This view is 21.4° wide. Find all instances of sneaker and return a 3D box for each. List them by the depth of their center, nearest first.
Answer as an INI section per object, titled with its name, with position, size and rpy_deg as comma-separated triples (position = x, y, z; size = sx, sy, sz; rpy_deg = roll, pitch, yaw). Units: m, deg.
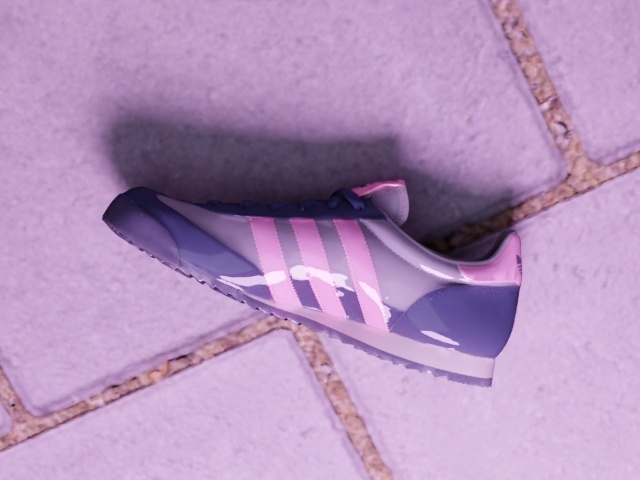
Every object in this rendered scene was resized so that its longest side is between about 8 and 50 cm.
[sneaker]
position = 0.000, 0.000, 1.282
size = 0.319, 0.112, 0.131
rpy_deg = 21, 93, -5
